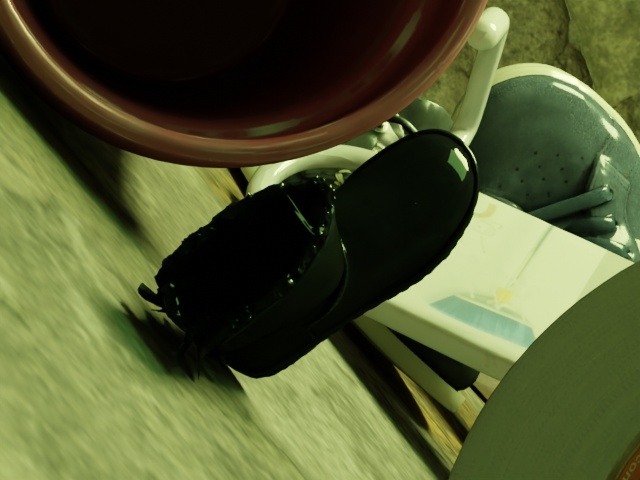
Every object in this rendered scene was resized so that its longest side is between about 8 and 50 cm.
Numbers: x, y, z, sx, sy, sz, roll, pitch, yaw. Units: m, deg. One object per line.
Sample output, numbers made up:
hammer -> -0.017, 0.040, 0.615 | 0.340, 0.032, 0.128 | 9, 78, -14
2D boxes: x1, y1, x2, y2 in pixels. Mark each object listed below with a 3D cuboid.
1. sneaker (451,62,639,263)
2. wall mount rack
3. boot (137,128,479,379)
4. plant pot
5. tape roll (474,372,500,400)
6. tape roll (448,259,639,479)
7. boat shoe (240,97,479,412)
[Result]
sneaker -> 0.169, 0.068, 1.131 | 0.148, 0.131, 0.350 | -93, 161, -75
wall mount rack -> 0.110, 0.023, 0.904 | 0.350, 0.130, 0.304 | 25, 39, 13
boot -> 0.000, -0.001, 0.636 | 0.045, 0.121, 0.099 | 50, -1, 15
plant pot -> -0.048, -0.126, 0.775 | 0.201, 0.201, 0.180 | 50, -11, -9
tape roll -> 0.079, -0.009, 1.565 | 0.392, 0.072, 0.392 | 50, 6, -7
tape roll -> 0.144, 0.102, 0.571 | 0.072, 0.219, 0.219 | 46, 7, -48
boat shoe -> 0.021, -0.048, 1.119 | 0.127, 0.113, 0.340 | 46, 7, -43
